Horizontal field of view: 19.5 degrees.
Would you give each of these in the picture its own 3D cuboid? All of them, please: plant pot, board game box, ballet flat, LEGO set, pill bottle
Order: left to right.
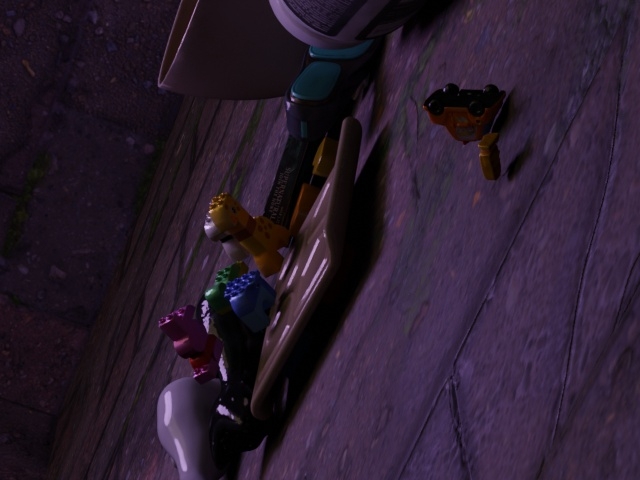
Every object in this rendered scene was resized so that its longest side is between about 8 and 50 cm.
[{"bbox_3d":[-0.092,0.016,1.800,0.087,0.093,0.227,-27,31,29],"label":"LEGO set"},{"bbox_3d":[-0.045,-0.274,2.087,0.284,0.191,0.284,-161,90,-80],"label":"plant pot"},{"bbox_3d":[-0.021,-0.092,1.991,0.126,0.026,0.186,71,-144,-80],"label":"board game box"},{"bbox_3d":[0.011,-0.163,1.889,0.074,0.074,0.203,-62,-1,39],"label":"ballet flat"},{"bbox_3d":[0.042,-0.274,1.709,0.278,0.162,0.162,146,143,-73],"label":"pill bottle"}]

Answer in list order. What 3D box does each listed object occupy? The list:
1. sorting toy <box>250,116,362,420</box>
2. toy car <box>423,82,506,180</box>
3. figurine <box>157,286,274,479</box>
[{"bbox_3d":[0.000,0.000,1.779,0.307,0.041,0.229,-79,11,-54],"label":"sorting toy"},{"bbox_3d":[0.101,-0.072,1.317,0.122,0.060,0.040,-75,-23,-61],"label":"toy car"},{"bbox_3d":[-0.104,0.185,1.852,0.209,0.092,0.215,-92,22,-54],"label":"figurine"}]
